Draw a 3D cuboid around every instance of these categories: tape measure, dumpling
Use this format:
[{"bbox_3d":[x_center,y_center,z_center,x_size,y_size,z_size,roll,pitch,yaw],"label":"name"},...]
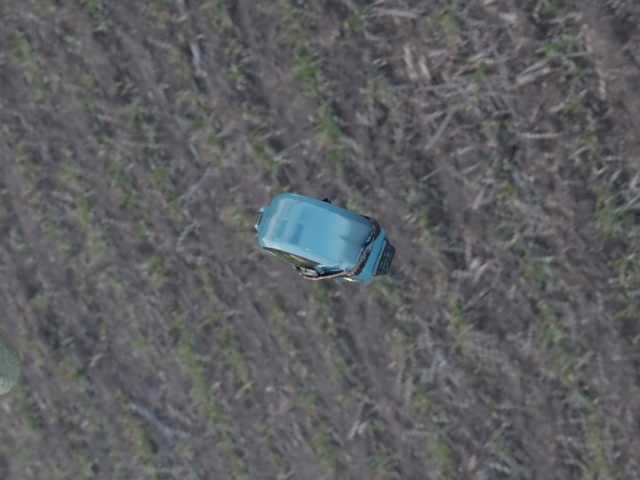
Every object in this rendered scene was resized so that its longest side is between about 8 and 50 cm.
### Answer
[{"bbox_3d":[0.000,0.000,1.189,0.125,0.081,0.146,24,171,-28],"label":"tape measure"},{"bbox_3d":[-0.497,0.147,1.642,0.216,0.126,0.166,58,-167,-87],"label":"dumpling"}]
